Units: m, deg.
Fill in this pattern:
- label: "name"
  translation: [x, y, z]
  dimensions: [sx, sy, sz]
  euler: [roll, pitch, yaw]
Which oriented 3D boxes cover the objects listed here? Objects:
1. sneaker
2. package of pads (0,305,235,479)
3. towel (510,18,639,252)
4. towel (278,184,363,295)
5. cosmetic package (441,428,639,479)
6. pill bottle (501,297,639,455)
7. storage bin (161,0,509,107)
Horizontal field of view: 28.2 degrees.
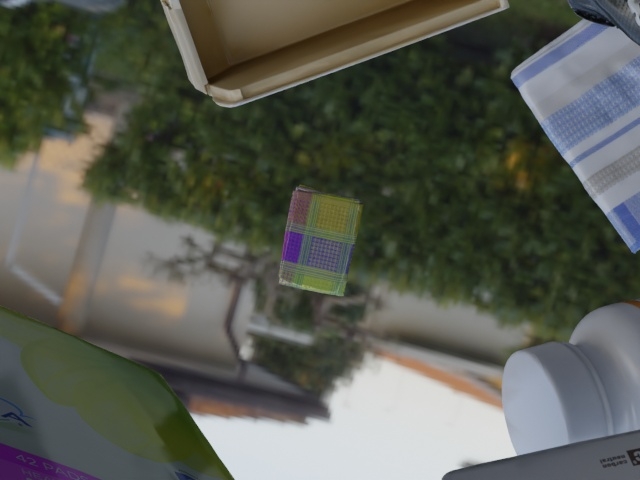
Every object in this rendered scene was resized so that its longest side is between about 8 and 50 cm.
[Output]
- label: "sneaker"
  translation: [0.340, -0.275, 1.441]
  dimensions: [0.234, 0.078, 0.106]
  euler: [50, 157, 4]
- label: "package of pads"
  translation: [-0.144, 0.121, 0.603]
  dimensions: [0.229, 0.101, 0.296]
  euler: [28, -175, -31]
- label: "towel"
  translation: [0.383, -0.155, 1.535]
  dimensions: [0.285, 0.209, 0.034]
  euler: [60, -168, 20]
- label: "towel"
  translation: [0.000, 0.000, 1.040]
  dimensions: [0.060, 0.083, 0.009]
  euler: [11, -176, 12]
- label: "cosmetic package"
  translation: [0.171, 0.278, 0.562]
  dimensions: [0.155, 0.197, 0.365]
  euler: [-12, -146, 1]
- label: "pill bottle"
  translation: [0.263, 0.104, 0.919]
  dimensions: [0.245, 0.136, 0.136]
  euler: [-11, -171, -16]
- label: "storage bin"
  translation: [-0.019, -0.277, 1.033]
  dimensions: [0.260, 0.262, 0.123]
  euler: [-21, -161, -6]
